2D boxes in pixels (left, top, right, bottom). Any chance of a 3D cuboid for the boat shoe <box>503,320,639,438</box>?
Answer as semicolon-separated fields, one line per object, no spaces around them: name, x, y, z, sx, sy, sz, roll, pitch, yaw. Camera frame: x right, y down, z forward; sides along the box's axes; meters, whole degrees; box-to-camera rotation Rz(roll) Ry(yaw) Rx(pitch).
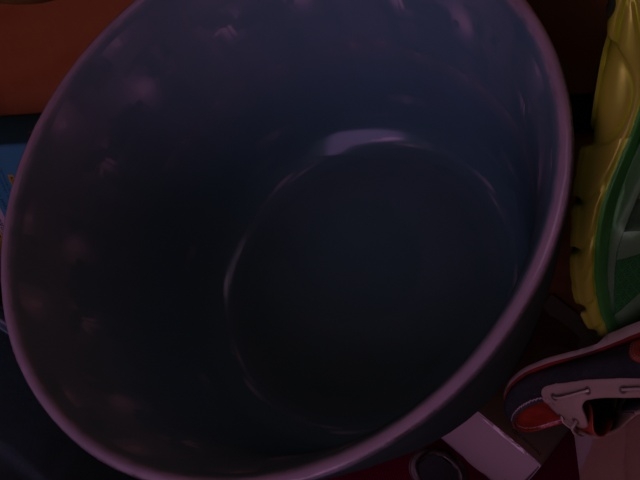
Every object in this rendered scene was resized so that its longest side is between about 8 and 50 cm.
boat shoe;0.143;0.079;0.639;0.137;0.049;0.043;-34;51;49

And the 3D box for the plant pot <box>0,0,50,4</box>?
plant pot;-0.144;-0.240;0.640;0.254;0.254;0.239;54;152;-6

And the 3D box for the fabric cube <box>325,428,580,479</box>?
fabric cube;0.096;0.259;0.786;0.258;0.254;0.259;33;135;17

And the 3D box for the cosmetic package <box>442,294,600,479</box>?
cosmetic package;0.126;0.090;0.739;0.060;0.115;0.041;39;138;9

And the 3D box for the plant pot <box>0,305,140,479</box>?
plant pot;-0.368;0.236;1.025;0.341;0.334;0.341;25;153;14

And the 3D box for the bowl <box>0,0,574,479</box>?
bowl;0.000;0.000;0.679;0.311;0.311;0.163;17;166;30

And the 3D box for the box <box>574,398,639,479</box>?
box;0.269;0.095;0.577;0.121;0.148;0.311;14;145;-28

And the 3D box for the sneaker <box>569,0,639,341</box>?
sneaker;0.191;-0.043;0.589;0.123;0.109;0.295;17;136;21

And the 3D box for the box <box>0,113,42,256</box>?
box;-0.255;-0.043;0.997;0.244;0.060;0.100;0;120;39
